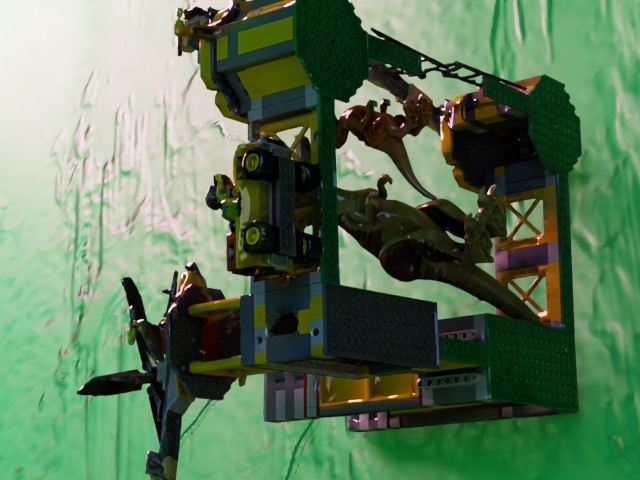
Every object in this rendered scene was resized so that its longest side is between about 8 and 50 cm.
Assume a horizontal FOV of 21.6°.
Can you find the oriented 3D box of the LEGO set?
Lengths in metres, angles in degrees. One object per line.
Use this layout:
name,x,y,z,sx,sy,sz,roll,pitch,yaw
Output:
LEGO set,0.000,0.000,0.956,0.192,0.331,0.255,-10,83,37
